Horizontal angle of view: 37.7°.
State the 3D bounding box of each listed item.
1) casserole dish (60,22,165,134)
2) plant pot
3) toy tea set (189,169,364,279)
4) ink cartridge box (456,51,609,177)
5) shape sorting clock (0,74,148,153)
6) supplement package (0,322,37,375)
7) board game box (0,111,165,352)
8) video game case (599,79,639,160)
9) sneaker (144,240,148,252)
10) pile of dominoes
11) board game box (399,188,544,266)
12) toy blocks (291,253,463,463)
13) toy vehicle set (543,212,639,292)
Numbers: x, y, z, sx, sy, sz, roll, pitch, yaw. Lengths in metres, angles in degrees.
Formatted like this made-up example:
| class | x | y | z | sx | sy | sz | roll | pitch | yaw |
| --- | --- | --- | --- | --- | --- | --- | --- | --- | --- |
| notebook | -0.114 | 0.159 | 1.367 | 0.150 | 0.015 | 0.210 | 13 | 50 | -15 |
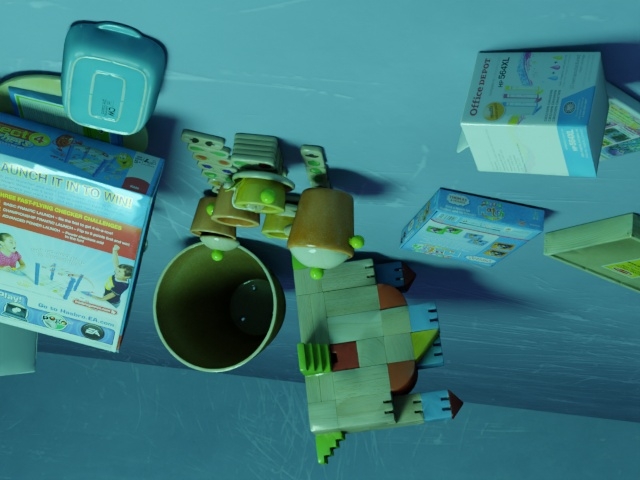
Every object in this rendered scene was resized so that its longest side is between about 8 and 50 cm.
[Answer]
| class | x | y | z | sx | sy | sz | roll | pitch | yaw |
| --- | --- | --- | --- | --- | --- | --- | --- | --- | --- |
| casserole dish | -0.243 | -0.177 | 1.077 | 0.114 | 0.037 | 0.188 | 13 | 152 | -12 |
| plant pot | -0.159 | 0.126 | 1.802 | 0.237 | 0.237 | 0.254 | 4 | 177 | 16 |
| toy tea set | -0.081 | -0.007 | 1.379 | 0.199 | 0.124 | 0.336 | 11 | 170 | -21 |
| ink cartridge box | 0.209 | -0.128 | 0.948 | 0.143 | 0.092 | 0.090 | 5 | 153 | 25 |
| shape sorting clock | -0.328 | -0.155 | 1.232 | 0.206 | 0.040 | 0.206 | 10 | 153 | 5 |
| supplement package | -0.603 | 0.105 | 1.658 | 0.145 | 0.262 | 0.204 | 1 | 175 | 7 |
| board game box | -0.392 | -0.013 | 1.269 | 0.308 | 0.086 | 0.302 | 16 | 129 | -7 |
| video game case | 0.298 | -0.130 | 1.054 | 0.157 | 0.019 | 0.143 | 21 | 158 | -33 |
| sneaker | -0.438 | -0.053 | 1.472 | 0.366 | 0.210 | 0.137 | 52 | 147 | -14 |
| pile of dominoes | -0.086 | -0.084 | 1.349 | 0.195 | 0.040 | 0.251 | 6 | 162 | 8 |
| board game box | 0.224 | -0.014 | 1.423 | 0.160 | 0.039 | 0.211 | 11 | 162 | -7 |
| toy blocks | 0.102 | 0.181 | 1.647 | 0.260 | 0.382 | 0.191 | -9 | 161 | 6 |
| toy vehicle set | 0.494 | 0.029 | 1.435 | 0.266 | 0.035 | 0.166 | 19 | 160 | -31 |
